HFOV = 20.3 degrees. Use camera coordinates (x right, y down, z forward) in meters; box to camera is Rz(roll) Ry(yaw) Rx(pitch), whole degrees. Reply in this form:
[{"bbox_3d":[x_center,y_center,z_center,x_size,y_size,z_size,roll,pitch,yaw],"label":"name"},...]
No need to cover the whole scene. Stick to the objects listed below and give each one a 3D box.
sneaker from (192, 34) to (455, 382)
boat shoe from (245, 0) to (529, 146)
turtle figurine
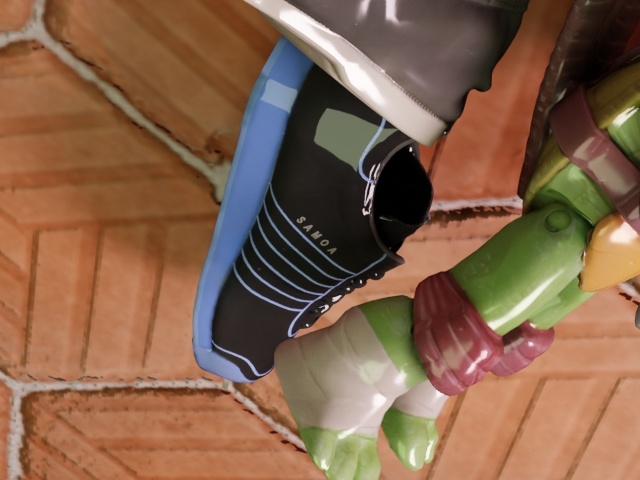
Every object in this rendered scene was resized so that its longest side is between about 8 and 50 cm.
[{"bbox_3d":[0.000,0.000,0.861,0.090,0.081,0.232,25,138,8],"label":"sneaker"},{"bbox_3d":[-0.022,-0.136,0.631,0.112,0.095,0.335,43,-172,34],"label":"boat shoe"},{"bbox_3d":[0.139,0.042,0.729,0.266,0.198,0.274,-31,113,20],"label":"turtle figurine"}]
